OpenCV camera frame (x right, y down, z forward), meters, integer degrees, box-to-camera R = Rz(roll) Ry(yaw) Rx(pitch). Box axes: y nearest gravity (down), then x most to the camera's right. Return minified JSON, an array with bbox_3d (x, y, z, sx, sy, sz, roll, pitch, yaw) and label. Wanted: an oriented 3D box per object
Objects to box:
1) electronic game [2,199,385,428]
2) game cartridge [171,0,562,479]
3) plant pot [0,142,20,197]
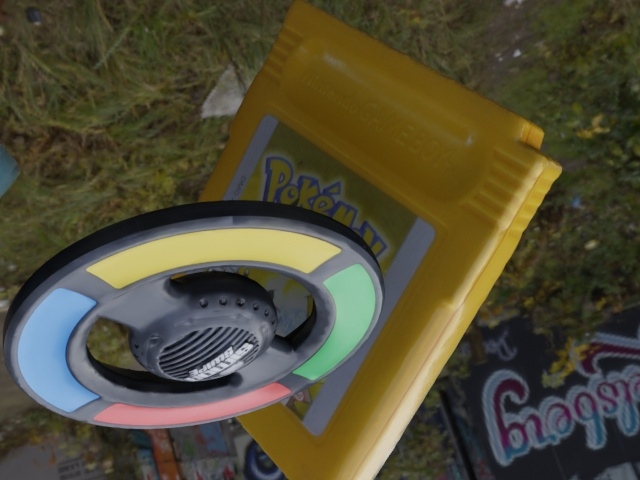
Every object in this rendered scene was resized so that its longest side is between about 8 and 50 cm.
[{"bbox_3d":[-0.071,0.056,0.466,0.229,0.048,0.229,-12,144,-9],"label":"electronic game"},{"bbox_3d":[0.000,0.000,0.615,0.053,0.285,0.323,8,114,-49],"label":"game cartridge"},{"bbox_3d":[-0.366,-0.048,0.453,0.195,0.290,0.290,-59,173,-15],"label":"plant pot"}]
